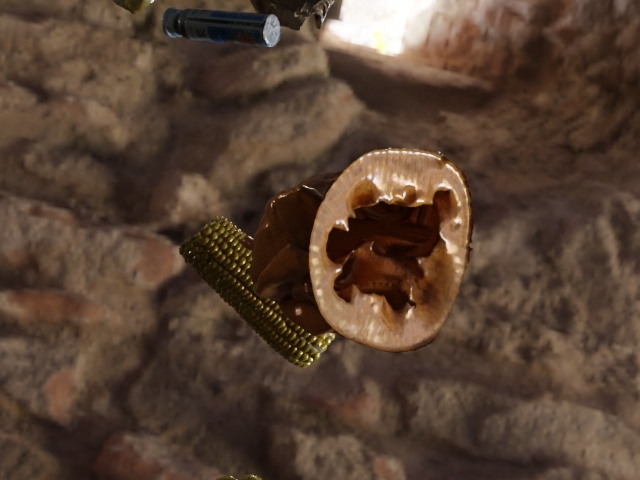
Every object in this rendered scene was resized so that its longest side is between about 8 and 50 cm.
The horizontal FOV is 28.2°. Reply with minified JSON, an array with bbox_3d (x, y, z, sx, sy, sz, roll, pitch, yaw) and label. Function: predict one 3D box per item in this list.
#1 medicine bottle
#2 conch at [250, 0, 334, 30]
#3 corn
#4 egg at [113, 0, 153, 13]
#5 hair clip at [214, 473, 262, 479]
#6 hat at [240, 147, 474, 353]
[{"bbox_3d":[-0.153,-0.327,1.948,0.191,0.051,0.051,11,-169,29],"label":"medicine bottle"},{"bbox_3d":[-0.044,-0.496,2.131,0.210,0.159,0.291,-10,-127,14],"label":"conch"},{"bbox_3d":[-0.083,0.069,1.744,0.244,0.093,0.093,44,-168,-6],"label":"corn"},{"bbox_3d":[-0.259,-0.366,1.244,0.271,0.206,0.162,10,-151,-30],"label":"egg"},{"bbox_3d":[-0.142,0.332,1.628,0.173,0.072,0.046,4,177,2],"label":"hair clip"},{"bbox_3d":[0.000,0.000,1.371,0.233,0.244,0.233,4,143,44],"label":"hat"}]
